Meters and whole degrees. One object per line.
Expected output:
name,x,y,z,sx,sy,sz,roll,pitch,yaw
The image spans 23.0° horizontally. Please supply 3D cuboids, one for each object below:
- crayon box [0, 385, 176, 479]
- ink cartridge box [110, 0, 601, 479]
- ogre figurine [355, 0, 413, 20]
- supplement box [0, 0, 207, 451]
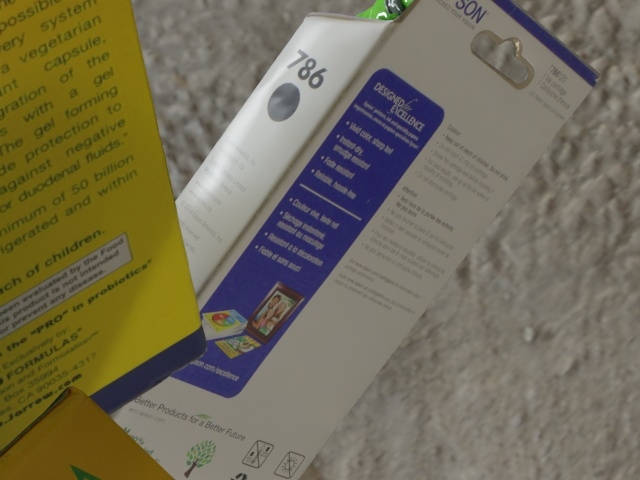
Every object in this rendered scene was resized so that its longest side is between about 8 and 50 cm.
crayon box,-0.123,0.294,0.703,0.313,0.106,0.363,44,115,-4
ink cartridge box,0.000,0.000,0.862,0.333,0.165,0.065,-52,48,7
ogre figurine,0.036,-0.081,1.043,0.118,0.097,0.197,-162,65,-71
supplement box,-0.199,-0.066,0.659,0.194,0.195,0.356,44,156,34
